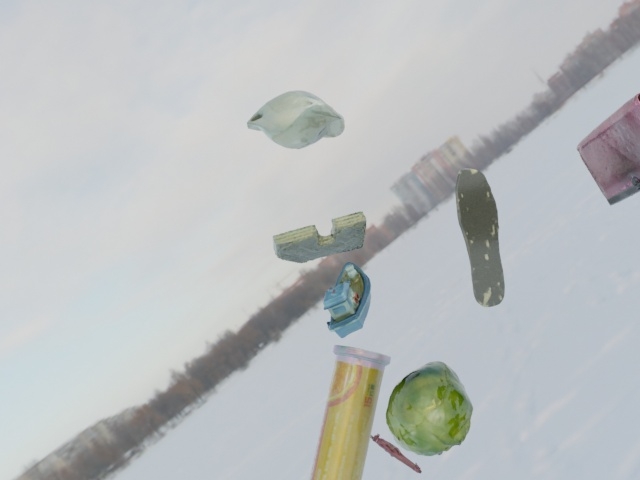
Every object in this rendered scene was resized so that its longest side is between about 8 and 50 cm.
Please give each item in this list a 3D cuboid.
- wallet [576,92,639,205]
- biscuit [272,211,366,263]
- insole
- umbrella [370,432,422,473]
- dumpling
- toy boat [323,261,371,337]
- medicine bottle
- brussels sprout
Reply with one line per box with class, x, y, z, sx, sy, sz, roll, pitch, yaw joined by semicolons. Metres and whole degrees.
wallet;0.456;-0.130;1.053;0.025;0.119;0.232;-26;-9;-4
biscuit;0.000;0.000;1.827;0.250;0.046;0.147;-14;-27;-10
insole;0.281;-0.007;1.238;0.081;0.248;0.011;-3;-9;-21
umbrella;0.176;0.509;1.704;0.025;0.165;0.027;-16;-46;-57
dumpling;-0.044;-0.252;1.497;0.229;0.124;0.151;3;-6;36
toy boat;0.058;0.120;1.622;0.109;0.098;0.238;-27;18;20
medicine bottle;0.031;0.404;1.246;0.108;0.108;0.426;125;158;-76
brussels sprout;0.175;0.277;1.191;0.149;0.122;0.151;-29;16;1
